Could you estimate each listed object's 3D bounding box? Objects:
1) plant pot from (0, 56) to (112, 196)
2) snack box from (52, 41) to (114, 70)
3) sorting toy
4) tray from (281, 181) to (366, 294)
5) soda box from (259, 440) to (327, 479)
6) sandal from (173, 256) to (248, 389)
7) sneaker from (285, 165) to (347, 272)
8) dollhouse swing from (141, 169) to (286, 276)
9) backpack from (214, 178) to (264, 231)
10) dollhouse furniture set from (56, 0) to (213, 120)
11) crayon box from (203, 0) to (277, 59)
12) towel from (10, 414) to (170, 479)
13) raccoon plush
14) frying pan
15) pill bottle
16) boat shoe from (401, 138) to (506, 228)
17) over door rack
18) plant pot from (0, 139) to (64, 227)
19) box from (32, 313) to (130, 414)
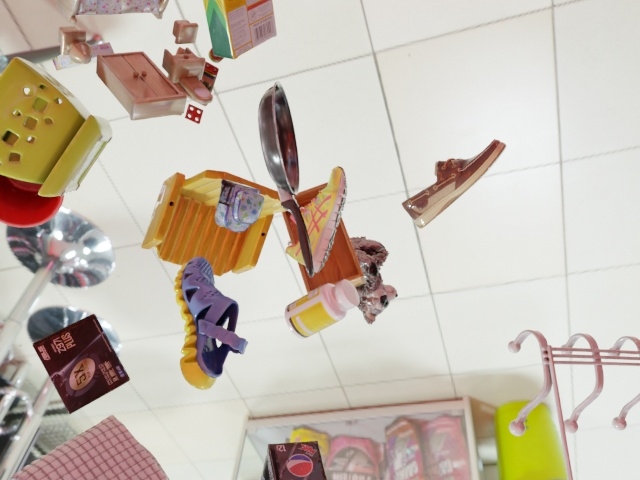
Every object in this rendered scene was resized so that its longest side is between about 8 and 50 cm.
[{"bbox_3d":[-0.581,-0.220,1.253,0.207,0.227,0.228,34,90,-14],"label":"plant pot"},{"bbox_3d":[-0.684,-0.532,1.714,0.100,0.141,0.037,-7,110,42],"label":"snack box"},{"bbox_3d":[-0.364,-0.469,1.707,0.132,0.274,0.046,24,158,-28],"label":"sorting toy"},{"bbox_3d":[0.000,0.000,2.138,0.203,0.411,0.076,-20,150,1],"label":"tray"},{"bbox_3d":[-0.040,0.299,0.677,0.060,0.053,0.169,2,129,-16],"label":"soda box"},{"bbox_3d":[-0.236,0.165,1.315,0.138,0.317,0.126,-29,144,15],"label":"sandal"},{"bbox_3d":[-0.009,-0.049,1.140,0.094,0.081,0.208,19,90,7],"label":"sneaker"},{"bbox_3d":[-0.301,-0.036,1.811,0.347,0.305,0.315,20,89,-33],"label":"dollhouse swing"},{"bbox_3d":[-0.197,-0.078,1.433,0.084,0.105,0.114,22,96,35],"label":"backpack"},{"bbox_3d":[-0.304,-0.425,1.111,0.174,0.303,0.355,48,135,24],"label":"dollhouse furniture set"},{"bbox_3d":[-0.225,-0.684,1.602,0.083,0.203,0.323,20,134,28],"label":"crayon box"},{"bbox_3d":[-0.383,0.485,1.062,0.284,0.235,0.121,43,115,14],"label":"towel"},{"bbox_3d":[0.091,0.140,2.361,0.446,0.216,0.299,18,122,21],"label":"raccoon plush"},{"bbox_3d":[-0.057,-0.117,1.060,0.053,0.197,0.326,-7,114,7],"label":"frying pan"},{"bbox_3d":[0.003,0.110,0.971,0.116,0.065,0.065,-31,120,25],"label":"pill bottle"},{"bbox_3d":[0.374,-0.183,1.708,0.123,0.123,0.342,49,118,6],"label":"boat shoe"},{"bbox_3d":[0.391,0.288,0.814,0.240,0.324,0.108,7,148,-27],"label":"over door rack"},{"bbox_3d":[-0.991,-0.215,1.997,0.275,0.243,0.275,-6,116,-13],"label":"plant pot"},{"bbox_3d":[-0.549,0.283,1.368,0.180,0.147,0.077,61,155,3],"label":"box"}]
